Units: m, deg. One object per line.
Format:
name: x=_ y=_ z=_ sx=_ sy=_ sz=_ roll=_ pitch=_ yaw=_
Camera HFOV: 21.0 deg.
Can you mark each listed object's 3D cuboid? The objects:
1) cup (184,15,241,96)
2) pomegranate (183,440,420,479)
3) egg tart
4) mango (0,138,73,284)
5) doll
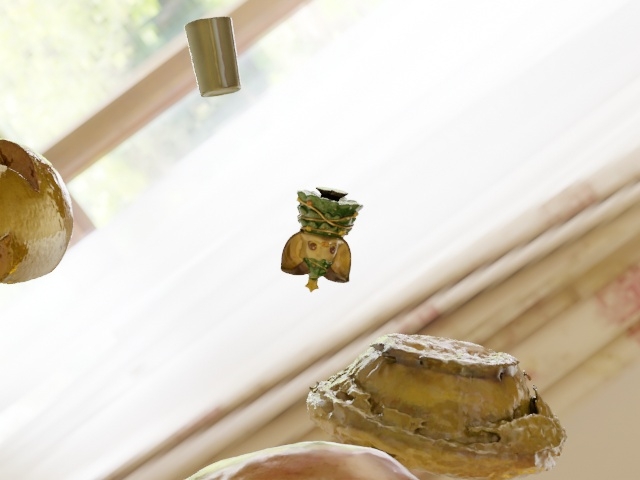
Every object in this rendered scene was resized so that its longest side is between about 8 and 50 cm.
cup: x=-0.123 y=-0.206 z=1.958 sx=0.075 sy=0.054 sz=0.083 roll=155 pitch=105 yaw=-75
pomegranate: x=-0.014 y=0.331 z=1.388 sx=0.342 sy=0.342 sz=0.342 roll=53 pitch=-179 yaw=-1
egg tart: x=0.134 y=0.174 z=1.906 sx=0.294 sy=0.123 sz=0.294 roll=11 pitch=-171 yaw=-2
mango: x=-0.372 y=-0.028 z=1.967 sx=0.262 sy=0.130 sz=0.167 roll=-43 pitch=-59 yaw=-71
doll: x=-0.001 y=-0.007 z=1.852 sx=0.078 sy=0.113 sz=0.077 roll=10 pitch=-155 yaw=-13
